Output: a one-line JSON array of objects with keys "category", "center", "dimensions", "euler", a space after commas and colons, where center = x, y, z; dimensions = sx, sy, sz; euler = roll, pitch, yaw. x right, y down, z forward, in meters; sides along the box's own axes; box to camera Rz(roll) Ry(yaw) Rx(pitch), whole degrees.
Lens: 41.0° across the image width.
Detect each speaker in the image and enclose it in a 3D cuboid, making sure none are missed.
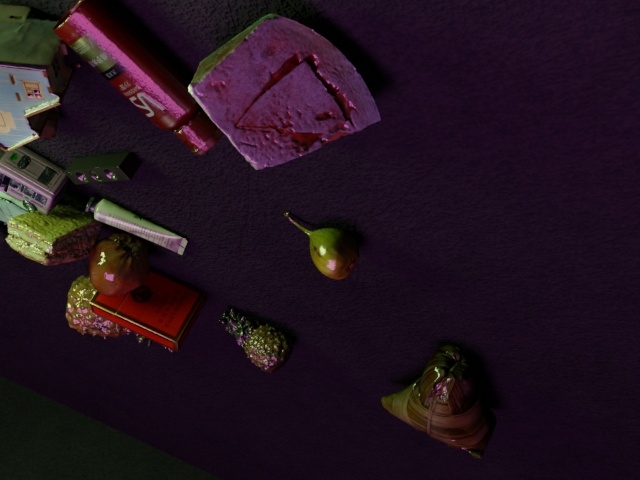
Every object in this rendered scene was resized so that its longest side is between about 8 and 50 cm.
[{"category": "speaker", "center": [-0.446, -0.147, 1.750], "dimensions": [0.191, 0.046, 0.040], "euler": [0, 139, 41]}]

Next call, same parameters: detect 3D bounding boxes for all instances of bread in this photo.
[{"category": "bread", "center": [-0.602, -0.011, 1.934], "dimensions": [0.138, 0.196, 0.102], "euler": [18, 109, 17]}]

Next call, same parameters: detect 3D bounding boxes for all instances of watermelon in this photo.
[{"category": "watermelon", "center": [-0.082, -0.187, 1.246], "dimensions": [0.213, 0.201, 0.261], "euler": [50, 148, -18]}]

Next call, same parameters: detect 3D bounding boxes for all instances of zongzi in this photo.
[{"category": "zongzi", "center": [0.225, 0.328, 1.880], "dimensions": [0.288, 0.134, 0.286], "euler": [14, 142, 36]}, {"category": "zongzi", "center": [-0.617, -0.240, 1.645], "dimensions": [0.160, 0.079, 0.176], "euler": [6, -176, 31]}]

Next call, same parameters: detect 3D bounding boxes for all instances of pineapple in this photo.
[{"category": "pineapple", "center": [-0.487, 0.194, 2.227], "dimensions": [0.340, 0.169, 0.169], "euler": [12, 147, 11]}, {"category": "pineapple", "center": [-0.161, 0.234, 2.074], "dimensions": [0.197, 0.108, 0.108], "euler": [35, 152, 11]}]

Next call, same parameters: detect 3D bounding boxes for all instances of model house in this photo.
[{"category": "model house", "center": [-0.538, -0.275, 1.478], "dimensions": [0.270, 0.178, 0.206], "euler": [3, 140, 1]}]

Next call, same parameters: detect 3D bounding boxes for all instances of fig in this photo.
[{"category": "fig", "center": [0.011, -0.007, 1.601], "dimensions": [0.166, 0.093, 0.093], "euler": [61, 159, 23]}]

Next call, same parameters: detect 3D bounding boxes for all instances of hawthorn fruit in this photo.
[{"category": "hawthorn fruit", "center": [-0.466, 0.068, 1.990], "dimensions": [0.149, 0.149, 0.189], "euler": [23, 143, 7]}]

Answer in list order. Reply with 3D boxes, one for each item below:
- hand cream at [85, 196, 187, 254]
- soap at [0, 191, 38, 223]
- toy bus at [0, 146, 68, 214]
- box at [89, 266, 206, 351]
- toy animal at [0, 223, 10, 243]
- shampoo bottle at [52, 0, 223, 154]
[{"category": "hand cream", "center": [-0.407, -0.032, 1.904], "dimensions": [0.233, 0.050, 0.080], "euler": [25, 150, -5]}, {"category": "soap", "center": [-0.747, -0.111, 2.004], "dimensions": [0.230, 0.091, 0.145], "euler": [18, 149, 13]}, {"category": "toy bus", "center": [-0.656, -0.148, 1.868], "dimensions": [0.198, 0.096, 0.108], "euler": [31, 146, -10]}, {"category": "box", "center": [-0.417, 0.150, 2.080], "dimensions": [0.239, 0.153, 0.074], "euler": [23, 154, 7]}, {"category": "toy animal", "center": [-0.899, -0.090, 2.113], "dimensions": [0.206, 0.081, 0.367], "euler": [48, 174, 4]}, {"category": "shampoo bottle", "center": [-0.291, -0.268, 1.409], "dimensions": [0.118, 0.076, 0.314], "euler": [-15, 130, 46]}]
